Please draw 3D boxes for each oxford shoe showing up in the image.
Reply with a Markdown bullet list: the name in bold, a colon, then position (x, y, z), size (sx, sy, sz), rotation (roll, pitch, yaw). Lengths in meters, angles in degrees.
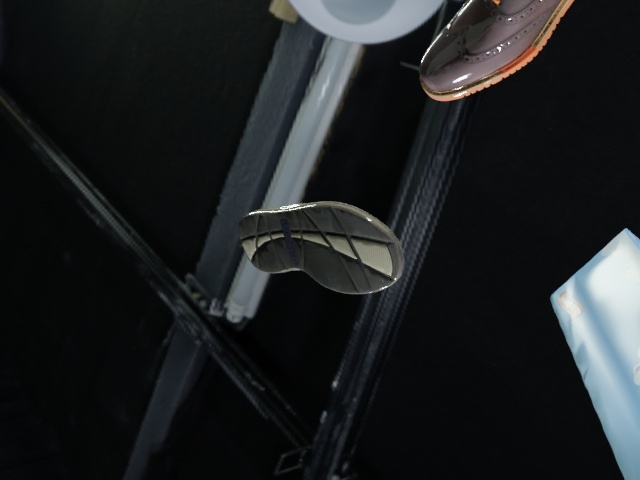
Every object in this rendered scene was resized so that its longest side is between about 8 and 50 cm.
- **oxford shoe**: position (0.180, -0.240, 0.661), size (0.271, 0.098, 0.097), rotation (-43, -128, 24)

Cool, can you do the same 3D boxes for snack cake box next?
- **snack cake box**: position (0.260, 0.110, 0.488), size (0.152, 0.264, 0.089), rotation (39, -70, -9)

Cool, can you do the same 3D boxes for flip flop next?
- **flip flop**: position (0.000, 0.000, 0.932), size (0.277, 0.080, 0.112), rotation (3, -72, 49)
